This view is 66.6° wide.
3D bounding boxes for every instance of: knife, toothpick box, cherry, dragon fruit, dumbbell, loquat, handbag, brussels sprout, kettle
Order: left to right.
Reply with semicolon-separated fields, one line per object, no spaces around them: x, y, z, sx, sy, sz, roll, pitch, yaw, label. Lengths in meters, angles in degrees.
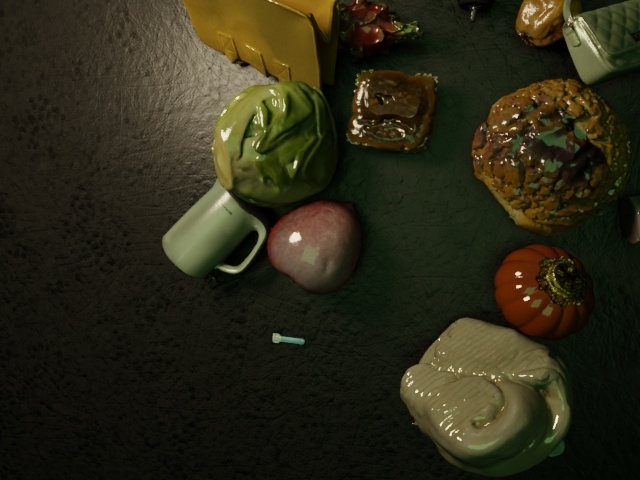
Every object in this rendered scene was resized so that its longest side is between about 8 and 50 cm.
-0.261;-0.019;1.309;0.255;0.165;0.240;-43;87;11;kettle
-0.146;-0.521;1.174;0.400;0.283;0.133;28;66;14;handbag
-0.102;-0.239;1.186;0.327;0.247;0.328;2;83;-19;brussels sprout
-0.089;0.279;1.372;0.096;0.010;0.027;5;96;11;knife
-0.007;0.006;1.222;0.239;0.206;0.240;2;95;26;cherry
0.133;-0.501;1.169;0.235;0.137;0.135;9;99;8;dragon fruit
0.367;-0.612;1.118;0.099;0.099;0.209;10;100;13;dumbbell
0.506;-0.501;1.091;0.137;0.113;0.137;5;110;14;loquat
0.621;-0.457;1.031;0.256;0.079;0.219;-22;87;-22;handbag
0.775;-0.061;1.071;0.180;0.111;0.111;-11;93;13;toothpick box

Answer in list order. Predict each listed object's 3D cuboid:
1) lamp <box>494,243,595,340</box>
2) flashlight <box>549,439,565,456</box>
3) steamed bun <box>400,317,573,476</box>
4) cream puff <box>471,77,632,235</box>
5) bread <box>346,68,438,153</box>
0.508;0.116;1.113;0.223;0.196;0.223;4;65;-8;lamp
0.548;0.444;1.213;0.093;0.047;0.201;-22;90;16;flashlight
0.376;0.371;1.118;0.342;0.367;0.255;-32;114;-11;steamed bun
0.500;-0.177;1.066;0.326;0.231;0.343;-1;96;11;cream puff
0.177;-0.314;1.192;0.209;0.110;0.192;11;97;13;bread
